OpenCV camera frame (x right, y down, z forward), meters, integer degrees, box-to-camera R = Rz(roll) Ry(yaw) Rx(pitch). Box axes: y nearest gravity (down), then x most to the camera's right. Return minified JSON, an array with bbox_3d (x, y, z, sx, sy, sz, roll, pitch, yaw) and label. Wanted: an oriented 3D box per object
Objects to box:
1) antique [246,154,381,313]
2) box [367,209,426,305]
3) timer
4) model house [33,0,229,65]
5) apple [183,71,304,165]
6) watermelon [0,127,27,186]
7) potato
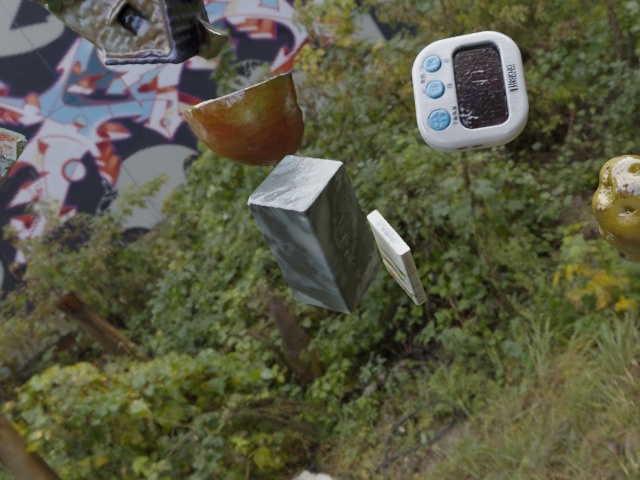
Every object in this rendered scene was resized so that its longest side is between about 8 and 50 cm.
[{"bbox_3d":[0.000,0.000,0.790,0.086,0.183,0.088,11,50,35],"label":"antique"},{"bbox_3d":[0.159,0.039,1.384,0.032,0.220,0.122,-35,55,-5],"label":"box"},{"bbox_3d":[0.327,-0.321,1.477,0.236,0.262,0.087,-7,-15,12],"label":"timer"},{"bbox_3d":[-0.238,-0.418,1.011,0.312,0.280,0.245,-48,10,18],"label":"model house"},{"bbox_3d":[-0.175,-0.279,1.566,0.346,0.254,0.179,-1,75,52],"label":"apple"},{"bbox_3d":[-0.406,-0.111,0.866,0.061,0.085,0.085,20,45,26],"label":"watermelon"},{"bbox_3d":[0.656,-0.021,1.287,0.195,0.369,0.177,-36,37,27],"label":"potato"}]
